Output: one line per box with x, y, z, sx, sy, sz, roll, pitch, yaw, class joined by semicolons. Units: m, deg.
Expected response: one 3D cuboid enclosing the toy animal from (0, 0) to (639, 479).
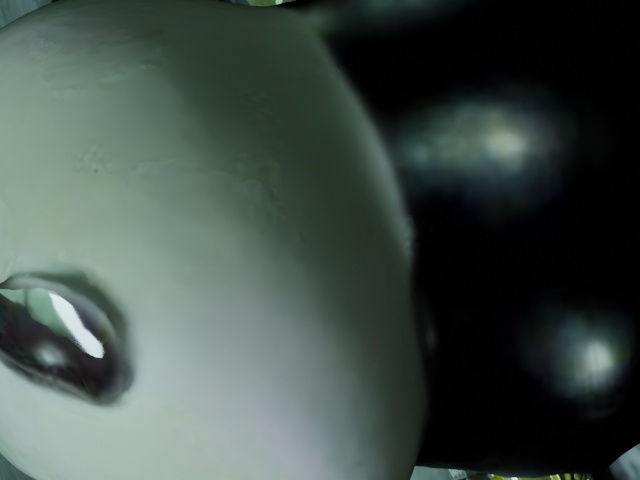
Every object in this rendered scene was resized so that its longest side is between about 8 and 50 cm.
-0.001;0.007;0.452;0.212;0.266;0.213;165;90;-76;toy animal

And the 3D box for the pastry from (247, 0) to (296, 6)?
0.025;-0.184;0.478;0.121;0.089;0.258;58;147;10;pastry

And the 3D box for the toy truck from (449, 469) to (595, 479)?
0.089;0.096;0.582;0.063;0.052;0.123;-33;82;53;toy truck
